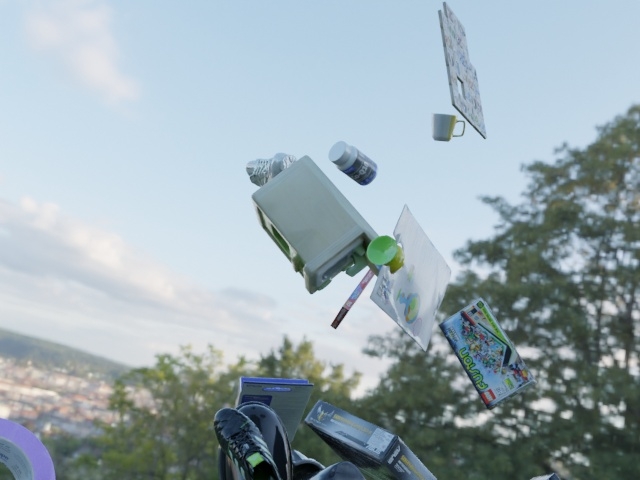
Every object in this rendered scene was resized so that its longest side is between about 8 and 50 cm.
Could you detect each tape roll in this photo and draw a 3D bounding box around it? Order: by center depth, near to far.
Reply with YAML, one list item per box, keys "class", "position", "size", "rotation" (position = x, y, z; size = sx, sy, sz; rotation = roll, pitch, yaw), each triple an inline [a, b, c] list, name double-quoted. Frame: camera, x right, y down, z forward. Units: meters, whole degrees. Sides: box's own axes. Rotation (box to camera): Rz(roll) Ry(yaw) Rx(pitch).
- class: "tape roll"
  position: [-0.680, 0.494, 1.425]
  size: [0.275, 0.274, 0.090]
  rotation: [21, -50, -29]

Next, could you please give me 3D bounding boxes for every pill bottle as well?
- class: "pill bottle"
  position: [0.090, -0.215, 1.984]
  size: [0.137, 0.078, 0.078]
  rotation: [31, -22, -38]

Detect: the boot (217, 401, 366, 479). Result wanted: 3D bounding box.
- class: "boot"
  position: [-0.058, 0.417, 1.182]
  size: [0.146, 0.367, 0.445]
  rotation: [4, -24, -18]

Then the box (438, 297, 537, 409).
- class: "box"
  position: [0.347, 0.236, 1.500]
  size: [0.114, 0.207, 0.036]
  rotation: [-35, -31, 12]

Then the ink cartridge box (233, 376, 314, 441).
- class: "ink cartridge box"
  position: [-0.134, 0.433, 1.876]
  size: [0.176, 0.069, 0.371]
  rotation: [4, -36, -10]

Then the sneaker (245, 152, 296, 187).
- class: "sneaker"
  position: [-0.122, -0.156, 1.676]
  size: [0.115, 0.090, 0.232]
  rotation: [20, -13, -2]

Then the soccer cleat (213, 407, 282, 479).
- class: "soccer cleat"
  position: [-0.097, 0.307, 1.019]
  size: [0.179, 0.060, 0.072]
  rotation: [53, -21, 27]

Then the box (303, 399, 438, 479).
- class: "box"
  position: [0.099, 0.403, 1.354]
  size: [0.231, 0.056, 0.183]
  rotation: [10, -34, 53]

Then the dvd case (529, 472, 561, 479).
- class: "dvd case"
  position: [0.599, 0.663, 1.690]
  size: [0.238, 0.030, 0.179]
  rotation: [52, -13, 17]

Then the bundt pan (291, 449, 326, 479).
- class: "bundt pan"
  position: [-0.110, 0.610, 1.599]
  size: [0.331, 0.330, 0.124]
  rotation: [21, 3, -29]

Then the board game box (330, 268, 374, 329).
- class: "board game box"
  position: [0.131, 0.157, 2.340]
  size: [0.027, 0.281, 0.145]
  rotation: [34, -35, 7]

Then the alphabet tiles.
- class: "alphabet tiles"
  position: [0.277, -0.337, 1.397]
  size: [0.009, 0.237, 0.198]
  rotation: [-13, -18, 28]

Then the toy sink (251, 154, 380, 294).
- class: "toy sink"
  position: [0.000, 0.000, 1.229]
  size: [0.234, 0.131, 0.153]
  rotation: [50, -10, 13]

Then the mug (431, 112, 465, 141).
- class: "mug"
  position: [0.293, -0.263, 1.672]
  size: [0.078, 0.064, 0.062]
  rotation: [10, 10, 25]

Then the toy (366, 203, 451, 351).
- class: "toy"
  position: [0.117, 0.056, 1.015]
  size: [0.056, 0.137, 0.237]
  rotation: [13, -18, 28]
